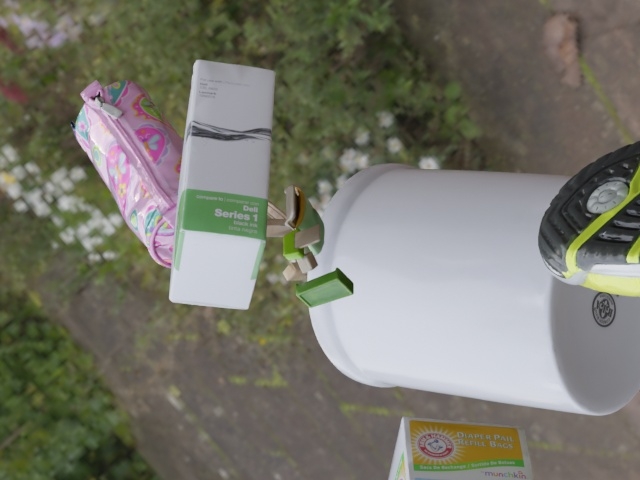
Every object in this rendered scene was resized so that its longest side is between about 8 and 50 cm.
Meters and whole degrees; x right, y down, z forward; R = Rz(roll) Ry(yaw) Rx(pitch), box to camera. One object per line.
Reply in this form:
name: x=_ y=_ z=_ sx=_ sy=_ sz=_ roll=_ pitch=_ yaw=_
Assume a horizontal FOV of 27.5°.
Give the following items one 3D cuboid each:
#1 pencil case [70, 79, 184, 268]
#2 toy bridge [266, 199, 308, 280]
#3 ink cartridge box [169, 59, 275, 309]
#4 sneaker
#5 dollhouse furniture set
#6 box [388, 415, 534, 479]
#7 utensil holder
pencil case: x=-0.218 y=-0.090 z=1.659 sx=0.284 sy=0.124 sz=0.124 roll=53 pitch=163 yaw=38
toy bridge: x=-0.065 y=-0.018 z=1.894 sx=0.026 sy=0.063 sz=0.188 roll=-55 pitch=54 yaw=31
ink cartridge box: x=-0.106 y=-0.060 z=1.407 sx=0.093 sy=0.219 sz=0.160 roll=7 pitch=150 yaw=-7
sneaker: x=0.340 y=0.004 z=0.882 sx=0.385 sy=0.145 sz=0.147 roll=-5 pitch=133 yaw=24
dollhouse furniture set: x=0.000 y=0.000 z=1.515 sx=0.059 sy=0.151 sz=0.076 roll=-21 pitch=137 yaw=22
box: x=0.112 y=0.264 z=1.152 sx=0.114 sy=0.103 sz=0.203 roll=6 pitch=126 yaw=-5
utensil holder: x=0.230 y=0.064 z=1.777 sx=0.385 sy=0.327 sz=0.327 roll=6 pitch=133 yaw=43
